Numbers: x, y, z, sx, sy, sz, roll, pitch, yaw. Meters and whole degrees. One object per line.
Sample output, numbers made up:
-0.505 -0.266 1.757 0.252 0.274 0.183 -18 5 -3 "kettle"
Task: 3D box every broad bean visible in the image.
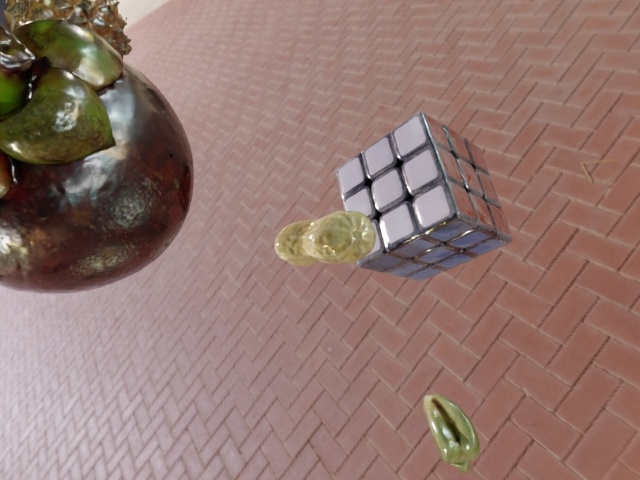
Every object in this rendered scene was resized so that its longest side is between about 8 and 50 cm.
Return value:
0.244 0.364 0.927 0.072 0.207 0.153 -22 66 1 "broad bean"

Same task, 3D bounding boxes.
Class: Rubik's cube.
0.261 -0.094 1.271 0.301 0.305 0.304 -29 59 36 "Rubik's cube"

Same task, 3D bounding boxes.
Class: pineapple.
-0.392 -0.341 0.792 0.166 0.193 0.166 -1 88 34 "pineapple"

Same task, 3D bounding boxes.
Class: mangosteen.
-0.282 -0.087 0.539 0.300 0.300 0.300 -27 44 29 "mangosteen"

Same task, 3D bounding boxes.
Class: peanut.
0.000 0.000 1.088 0.256 0.123 0.124 -8 55 33 "peanut"
